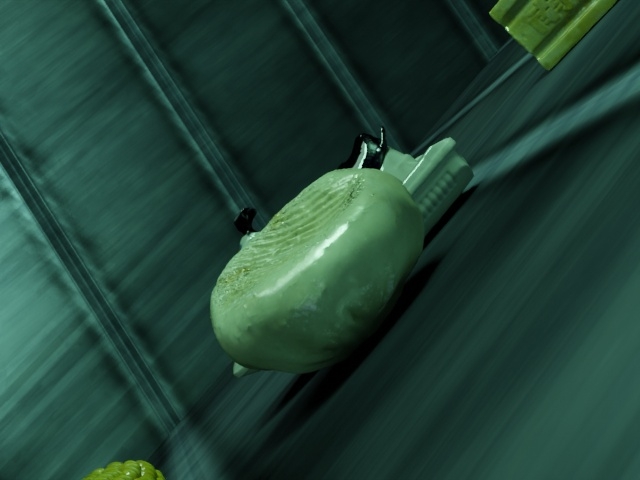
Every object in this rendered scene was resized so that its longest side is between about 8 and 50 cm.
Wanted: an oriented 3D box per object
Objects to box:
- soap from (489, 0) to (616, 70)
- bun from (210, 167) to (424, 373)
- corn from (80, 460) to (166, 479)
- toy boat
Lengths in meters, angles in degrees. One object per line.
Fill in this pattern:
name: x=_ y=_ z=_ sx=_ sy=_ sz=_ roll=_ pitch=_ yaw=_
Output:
soap: x=0.288 y=-0.295 z=1.212 sx=0.252 sy=0.092 sz=0.037 roll=-48 pitch=0 yaw=31
bun: x=0.004 y=0.031 z=0.886 sx=0.183 sy=0.102 sz=0.183 roll=-36 pitch=20 yaw=15
corn: x=-0.178 y=0.241 z=0.863 sx=0.101 sy=0.101 sz=0.310 roll=-48 pitch=-1 yaw=18
toy boat: x=0.008 y=0.001 z=1.046 sx=0.269 sy=0.141 sz=0.141 roll=-34 pitch=-1 yaw=-10
